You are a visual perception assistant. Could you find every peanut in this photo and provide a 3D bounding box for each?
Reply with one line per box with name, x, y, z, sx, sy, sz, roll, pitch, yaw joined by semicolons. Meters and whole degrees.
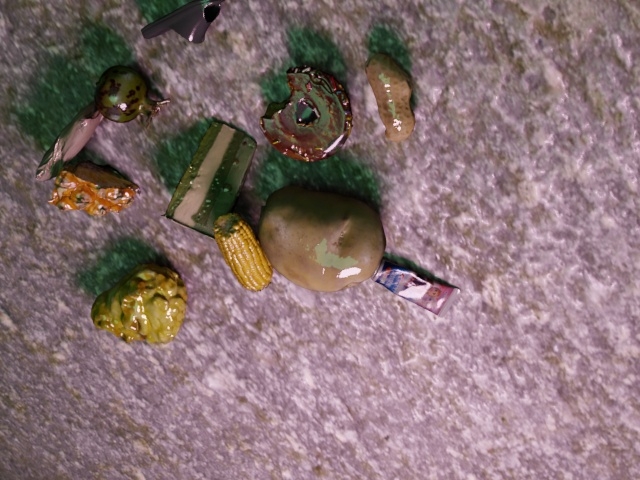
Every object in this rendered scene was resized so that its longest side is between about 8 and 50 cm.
peanut;0.164;-0.332;1.666;0.099;0.099;0.214;-8;109;18

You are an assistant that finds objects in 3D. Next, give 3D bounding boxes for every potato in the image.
potato;0.000;0.000;1.778;0.326;0.221;0.243;11;104;13

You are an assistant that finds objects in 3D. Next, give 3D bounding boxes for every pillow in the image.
pillow;-0.649;-0.256;1.873;0.067;0.173;0.270;39;117;-18

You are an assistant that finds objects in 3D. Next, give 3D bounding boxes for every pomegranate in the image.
pomegranate;-0.482;-0.354;1.808;0.169;0.148;0.148;40;117;-18

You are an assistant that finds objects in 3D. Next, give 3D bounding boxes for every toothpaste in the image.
toothpaste;0.224;0.111;1.870;0.266;0.061;0.096;26;116;-4

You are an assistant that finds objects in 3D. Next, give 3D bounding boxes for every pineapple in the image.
pineapple;-0.607;-0.141;1.925;0.186;0.236;0.114;49;118;36

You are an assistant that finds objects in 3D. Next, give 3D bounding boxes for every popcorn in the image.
popcorn;-0.489;0.195;2.029;0.286;0.174;0.225;-33;109;25

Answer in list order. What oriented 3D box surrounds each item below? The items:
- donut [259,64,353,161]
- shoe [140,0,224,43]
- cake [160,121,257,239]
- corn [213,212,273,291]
donut;-0.023;-0.305;1.726;0.216;0.096;0.230;23;117;1
shoe;-0.310;-0.510;1.710;0.241;0.108;0.093;-15;110;28
cake;-0.280;-0.152;1.887;0.158;0.172;0.283;25;84;-4
corn;-0.192;0.039;1.844;0.115;0.115;0.318;4;154;13
